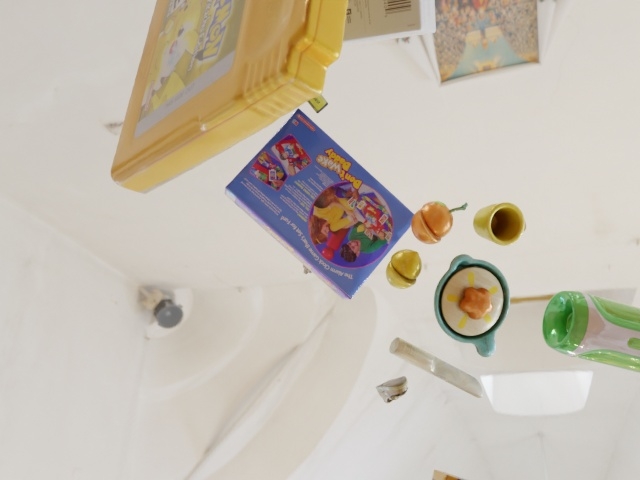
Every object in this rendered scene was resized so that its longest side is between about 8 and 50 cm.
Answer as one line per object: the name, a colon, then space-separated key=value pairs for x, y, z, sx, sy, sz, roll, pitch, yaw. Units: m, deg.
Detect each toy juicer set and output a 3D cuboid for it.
toy juicer set: x=0.204 y=0.093 z=0.905 sx=0.209 sy=0.089 sz=0.330 roll=8 pitch=-87 yaw=-16

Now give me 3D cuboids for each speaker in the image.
speaker: x=0.574 y=0.180 z=1.060 sx=0.296 sy=0.131 sz=0.131 roll=14 pitch=-116 yaw=-6

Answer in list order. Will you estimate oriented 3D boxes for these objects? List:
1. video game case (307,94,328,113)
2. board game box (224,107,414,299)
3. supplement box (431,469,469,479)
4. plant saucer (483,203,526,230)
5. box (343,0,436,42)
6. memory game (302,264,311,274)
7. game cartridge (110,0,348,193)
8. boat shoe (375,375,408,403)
video game case: x=-0.104 y=-0.416 z=1.220 sx=0.035 sy=0.248 sz=0.275 roll=-39 pitch=-142 yaw=8
board game box: x=0.001 y=-0.075 z=1.224 sx=0.347 sy=0.078 sz=0.233 roll=42 pitch=-102 yaw=-4
supplement box: x=0.291 y=0.552 z=1.052 sx=0.193 sy=0.129 sz=0.192 roll=16 pitch=-107 yaw=6
plant saucer: x=0.323 y=-0.041 z=1.005 sx=0.083 sy=0.015 sz=0.084 roll=4 pitch=-139 yaw=-4
box: x=0.079 y=-0.293 z=0.680 sx=0.101 sy=0.101 sz=0.087 roll=0 pitch=-162 yaw=24
memory game: x=0.000 y=0.000 z=1.428 sx=0.012 sy=0.186 sz=0.186 roll=25 pitch=-113 yaw=-13
game cartridge: x=-0.092 y=-0.217 z=0.559 sx=0.323 sy=0.052 sz=0.286 roll=-17 pitch=-121 yaw=48
boat shoe: x=0.163 y=0.335 z=1.266 sx=0.056 sy=0.153 sz=0.048 roll=-20 pitch=-102 yaw=-18
